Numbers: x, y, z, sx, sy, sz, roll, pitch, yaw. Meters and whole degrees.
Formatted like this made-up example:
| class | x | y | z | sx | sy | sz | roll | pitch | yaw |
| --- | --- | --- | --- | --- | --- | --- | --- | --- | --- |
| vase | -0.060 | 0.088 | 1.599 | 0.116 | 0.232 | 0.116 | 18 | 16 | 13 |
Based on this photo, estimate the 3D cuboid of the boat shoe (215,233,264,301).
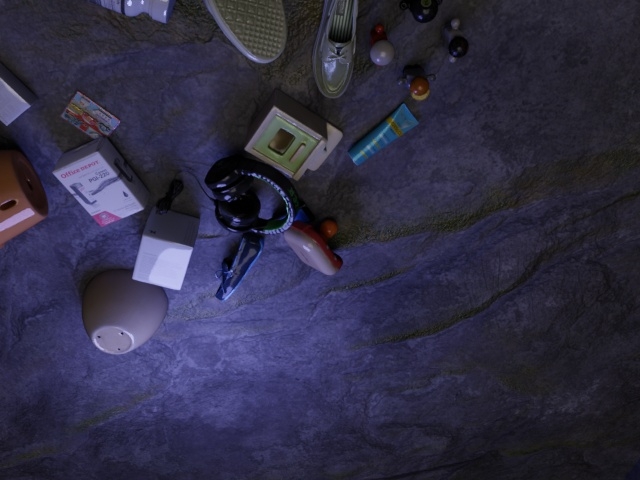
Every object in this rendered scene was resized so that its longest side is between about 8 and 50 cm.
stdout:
| class | x | y | z | sx | sy | sz | roll | pitch | yaw |
| --- | --- | --- | --- | --- | --- | --- | --- | --- | --- |
| boat shoe | -0.280 | 0.079 | 1.752 | 0.089 | 0.109 | 0.258 | 31 | 103 | -15 |

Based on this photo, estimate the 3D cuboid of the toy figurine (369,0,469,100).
| class | x | y | z | sx | sy | sz | roll | pitch | yaw |
| --- | --- | --- | --- | --- | --- | --- | --- | --- | --- |
| toy figurine | 0.239 | -0.479 | 1.316 | 0.209 | 0.148 | 0.213 | 37 | 117 | -26 |

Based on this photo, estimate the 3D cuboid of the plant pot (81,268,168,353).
| class | x | y | z | sx | sy | sz | roll | pitch | yaw |
| --- | --- | --- | --- | --- | --- | --- | --- | --- | --- |
| plant pot | -0.670 | 0.266 | 1.800 | 0.284 | 0.191 | 0.284 | -1 | 127 | -2 |

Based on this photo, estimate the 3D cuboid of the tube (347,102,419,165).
| class | x | y | z | sx | sy | sz | roll | pitch | yaw |
| --- | --- | --- | --- | --- | --- | --- | --- | --- | --- |
| tube | 0.172 | -0.294 | 1.519 | 0.207 | 0.052 | 0.080 | -37 | 130 | 15 |

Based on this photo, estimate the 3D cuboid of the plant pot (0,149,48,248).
| class | x | y | z | sx | sy | sz | roll | pitch | yaw |
| --- | --- | --- | --- | --- | --- | --- | --- | --- | --- |
| plant pot | -0.887 | -0.121 | 1.465 | 0.203 | 0.291 | 0.291 | -21 | 127 | -9 |

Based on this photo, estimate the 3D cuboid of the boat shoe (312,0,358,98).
| class | x | y | z | sx | sy | sz | roll | pitch | yaw |
| --- | --- | --- | --- | --- | --- | --- | --- | --- | --- |
| boat shoe | 0.037 | -0.491 | 1.329 | 0.109 | 0.094 | 0.302 | 1 | 127 | -4 |

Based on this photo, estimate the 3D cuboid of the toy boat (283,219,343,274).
| class | x | y | z | sx | sy | sz | roll | pitch | yaw |
| --- | --- | --- | --- | --- | --- | --- | --- | --- | --- |
| toy boat | 0.000 | 0.000 | 1.680 | 0.151 | 0.151 | 0.231 | -51 | 137 | -14 |

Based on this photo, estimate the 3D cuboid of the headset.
| class | x | y | z | sx | sy | sz | roll | pitch | yaw |
| --- | --- | --- | --- | --- | --- | --- | --- | --- | --- |
| headset | -0.260 | -0.114 | 1.522 | 0.394 | 0.185 | 0.243 | 12 | 139 | 17 |

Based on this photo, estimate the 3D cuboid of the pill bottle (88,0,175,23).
| class | x | y | z | sx | sy | sz | roll | pitch | yaw |
| --- | --- | --- | --- | --- | --- | --- | --- | --- | --- |
| pill bottle | -0.460 | -0.595 | 1.185 | 0.278 | 0.162 | 0.162 | 16 | 124 | -15 |

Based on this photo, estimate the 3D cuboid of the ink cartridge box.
| class | x | y | z | sx | sy | sz | roll | pitch | yaw |
| --- | --- | --- | --- | --- | --- | --- | --- | --- | --- |
| ink cartridge box | -0.620 | -0.165 | 1.536 | 0.158 | 0.092 | 0.218 | -20 | 127 | 12 |

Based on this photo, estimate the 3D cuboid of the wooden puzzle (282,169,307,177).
| class | x | y | z | sx | sy | sz | roll | pitch | yaw |
| --- | --- | --- | --- | --- | --- | --- | --- | --- | --- |
| wooden puzzle | -0.081 | -0.207 | 1.590 | 0.083 | 0.006 | 0.049 | 18 | 124 | -16 |

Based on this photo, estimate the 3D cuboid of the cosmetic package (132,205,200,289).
| class | x | y | z | sx | sy | sz | roll | pitch | yaw |
| --- | --- | --- | --- | --- | --- | --- | --- | --- | --- |
| cosmetic package | -0.472 | 0.024 | 1.653 | 0.151 | 0.151 | 0.184 | 16 | 125 | -15 |

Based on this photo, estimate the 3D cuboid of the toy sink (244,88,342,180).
| class | x | y | z | sx | sy | sz | roll | pitch | yaw |
| --- | --- | --- | --- | --- | --- | --- | --- | --- | --- |
| toy sink | -0.067 | -0.270 | 1.466 | 0.234 | 0.131 | 0.153 | 29 | 121 | -23 |

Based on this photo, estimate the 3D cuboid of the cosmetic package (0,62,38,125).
| class | x | y | z | sx | sy | sz | roll | pitch | yaw |
| --- | --- | --- | --- | --- | --- | --- | --- | --- | --- |
| cosmetic package | -0.852 | -0.416 | 1.360 | 0.099 | 0.060 | 0.239 | -30 | 122 | 16 |

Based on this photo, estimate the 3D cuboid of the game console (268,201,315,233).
| class | x | y | z | sx | sy | sz | roll | pitch | yaw |
| --- | --- | --- | --- | --- | --- | --- | --- | --- | --- |
| game console | -0.091 | -0.062 | 1.661 | 0.122 | 0.107 | 0.071 | -26 | 95 | 15 |

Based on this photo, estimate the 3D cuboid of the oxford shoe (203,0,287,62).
| class | x | y | z | sx | sy | sz | roll | pitch | yaw |
| --- | --- | --- | --- | --- | --- | --- | --- | --- | --- |
| oxford shoe | -0.226 | -0.596 | 1.178 | 0.169 | 0.130 | 0.449 | -42 | 109 | -17 |

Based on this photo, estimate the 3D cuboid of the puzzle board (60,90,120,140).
| class | x | y | z | sx | sy | sz | roll | pitch | yaw |
| --- | --- | --- | --- | --- | --- | --- | --- | --- | --- |
| puzzle board | -0.627 | -0.332 | 1.466 | 0.128 | 0.011 | 0.096 | 36 | 118 | -26 |
